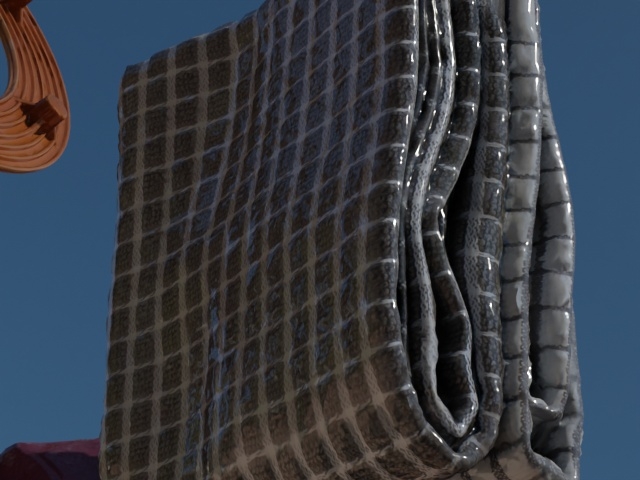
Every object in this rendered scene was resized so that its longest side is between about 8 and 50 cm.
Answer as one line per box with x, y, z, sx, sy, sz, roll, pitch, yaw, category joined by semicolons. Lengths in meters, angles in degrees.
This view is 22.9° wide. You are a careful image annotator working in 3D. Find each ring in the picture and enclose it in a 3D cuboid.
-0.286;-0.191;1.101;0.032;0.336;0.336;-35;-55;16;ring

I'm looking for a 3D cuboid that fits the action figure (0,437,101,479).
-0.142;0.232;0.741;0.276;0.370;0.248;13;-61;-12;action figure

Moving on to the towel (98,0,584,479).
0.000;0.000;0.720;0.121;0.283;0.235;17;-31;-31;towel
